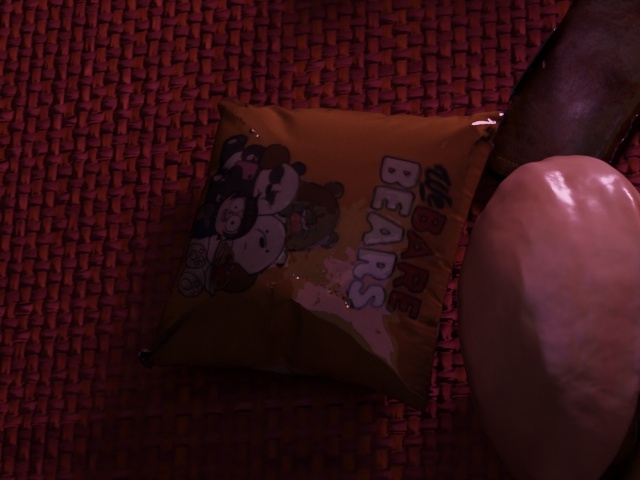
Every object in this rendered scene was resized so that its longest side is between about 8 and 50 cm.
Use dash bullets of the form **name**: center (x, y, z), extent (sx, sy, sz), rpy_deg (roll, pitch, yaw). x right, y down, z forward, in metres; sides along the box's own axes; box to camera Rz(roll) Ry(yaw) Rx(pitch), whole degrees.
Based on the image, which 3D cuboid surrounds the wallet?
- **wallet**: center (0.268, -0.154, 1.741), extent (0.137, 0.031, 0.255), rpy_deg (28, 77, 27)

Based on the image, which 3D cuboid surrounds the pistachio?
- **pistachio**: center (0.225, 0.080, 1.558), extent (0.214, 0.193, 0.318), rpy_deg (-28, 62, 47)

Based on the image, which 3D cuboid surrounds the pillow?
- **pillow**: center (0.000, 0.000, 1.707), extent (0.312, 0.119, 0.310), rpy_deg (7, 66, 22)
